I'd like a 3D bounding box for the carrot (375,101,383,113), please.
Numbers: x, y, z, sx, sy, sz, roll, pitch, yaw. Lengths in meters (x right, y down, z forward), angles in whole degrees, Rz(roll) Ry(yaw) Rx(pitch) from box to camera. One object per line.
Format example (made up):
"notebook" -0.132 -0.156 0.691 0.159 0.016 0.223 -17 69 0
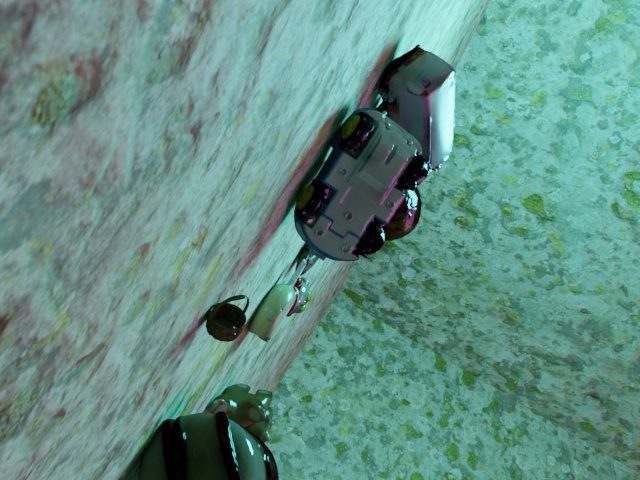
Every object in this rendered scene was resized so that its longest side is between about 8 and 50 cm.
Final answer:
"carrot" 0.117 -0.248 1.609 0.247 0.059 0.059 -54 172 -18

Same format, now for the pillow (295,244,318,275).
"pillow" 0.001 -0.001 1.821 0.241 0.051 0.093 -52 175 -43

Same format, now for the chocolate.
"chocolate" -0.226 0.444 1.304 0.283 0.284 0.186 -56 154 -32

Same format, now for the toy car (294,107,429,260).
"toy car" 0.064 -0.109 1.352 0.314 0.198 0.166 -58 -155 3

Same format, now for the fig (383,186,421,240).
"fig" 0.193 -0.111 2.063 0.214 0.235 0.235 15 107 -59

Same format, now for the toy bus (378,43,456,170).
"toy bus" 0.223 -0.286 1.544 0.127 0.147 0.302 -43 148 -19

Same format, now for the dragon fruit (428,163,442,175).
"dragon fruit" 0.230 -0.229 1.875 0.152 0.205 0.317 -60 173 5

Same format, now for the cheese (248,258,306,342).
"cheese" -0.096 0.144 1.678 0.227 0.064 0.137 -57 176 -15

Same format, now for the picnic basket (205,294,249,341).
"picnic basket" -0.153 0.124 1.137 0.083 0.072 0.072 -63 173 32

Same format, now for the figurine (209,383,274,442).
"figurine" -0.216 0.498 1.848 0.247 0.177 0.172 -163 -95 -85

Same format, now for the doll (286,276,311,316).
"doll" -0.078 0.161 1.861 0.142 0.076 0.245 -60 169 5
